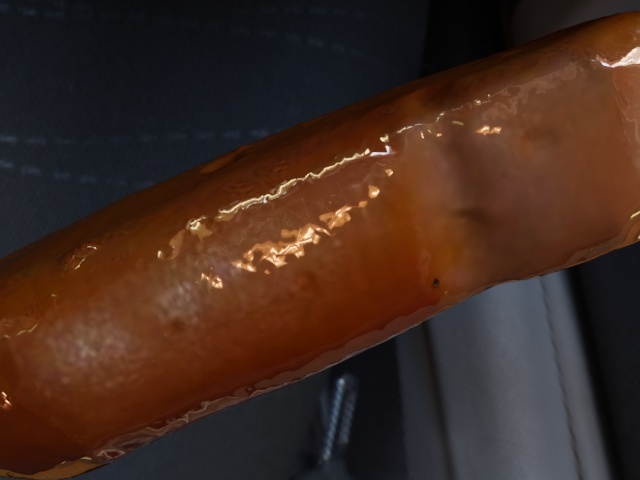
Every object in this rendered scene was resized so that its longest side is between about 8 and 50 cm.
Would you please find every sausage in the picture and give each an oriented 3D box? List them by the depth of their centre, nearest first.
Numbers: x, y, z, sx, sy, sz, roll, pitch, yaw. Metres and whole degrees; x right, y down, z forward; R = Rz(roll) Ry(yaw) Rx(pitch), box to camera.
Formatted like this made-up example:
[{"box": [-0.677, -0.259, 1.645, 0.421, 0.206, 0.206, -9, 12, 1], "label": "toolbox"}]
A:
[{"box": [0.000, -0.001, 0.483, 0.348, 0.094, 0.097, -23, 117, 1], "label": "sausage"}]
